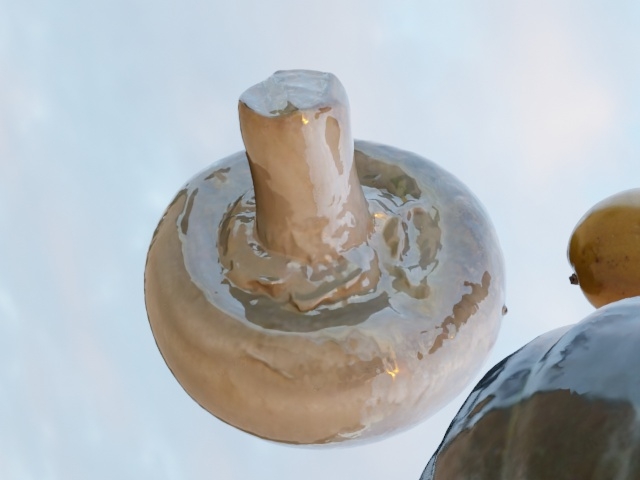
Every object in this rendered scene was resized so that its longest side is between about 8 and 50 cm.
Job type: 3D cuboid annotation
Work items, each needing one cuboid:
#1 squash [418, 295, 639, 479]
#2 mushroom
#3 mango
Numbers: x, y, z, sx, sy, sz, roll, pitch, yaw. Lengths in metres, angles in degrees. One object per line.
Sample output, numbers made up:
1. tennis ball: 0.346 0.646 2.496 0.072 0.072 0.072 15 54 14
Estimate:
1. squash: 0.121 0.124 0.533 0.172 0.218 0.218 -39 112 -75
2. mushroom: 0.000 0.000 0.961 0.207 0.207 0.215 44 -29 42
3. mango: 0.185 0.007 0.913 0.114 0.080 0.060 -4 -45 28
